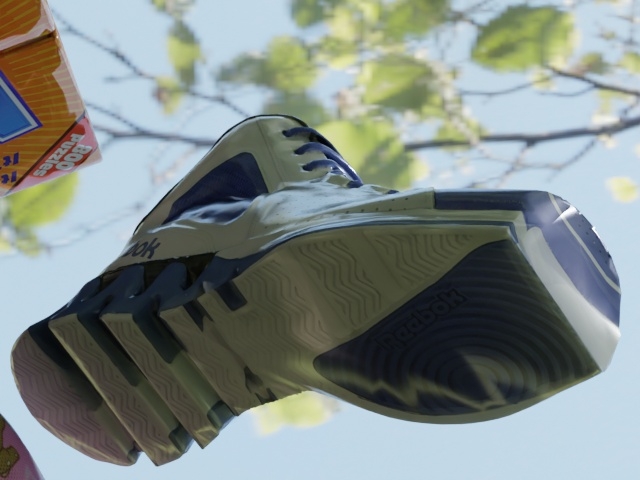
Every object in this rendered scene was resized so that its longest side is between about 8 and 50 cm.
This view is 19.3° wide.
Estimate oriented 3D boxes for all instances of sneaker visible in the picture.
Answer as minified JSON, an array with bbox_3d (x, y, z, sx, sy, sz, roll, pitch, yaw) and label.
[{"bbox_3d":[-0.001,0.000,0.961,0.315,0.182,0.127,-12,-55,32],"label":"sneaker"}]

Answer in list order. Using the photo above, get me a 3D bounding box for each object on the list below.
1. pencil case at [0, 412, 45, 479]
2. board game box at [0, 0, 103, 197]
[{"bbox_3d":[-0.247,0.105,0.924,0.386,0.167,0.160,59,-26,-11],"label":"pencil case"},{"bbox_3d":[-0.398,-0.220,1.295,0.356,0.356,0.356,-20,-116,-4],"label":"board game box"}]
